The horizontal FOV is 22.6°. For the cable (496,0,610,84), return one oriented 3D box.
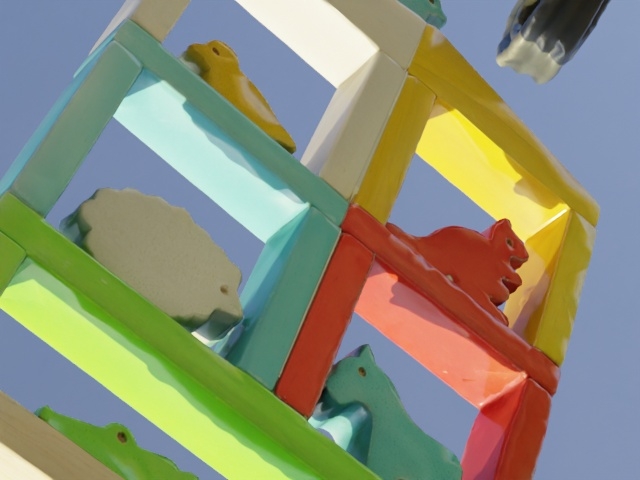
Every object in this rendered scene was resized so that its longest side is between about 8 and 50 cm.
[{"bbox_3d":[0.139,-0.199,0.621,0.072,0.287,0.139,28,-145,-15],"label":"cable"}]

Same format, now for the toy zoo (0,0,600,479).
[{"bbox_3d":[0.000,0.000,0.524,0.192,0.030,0.293,39,-137,-14],"label":"toy zoo"}]
